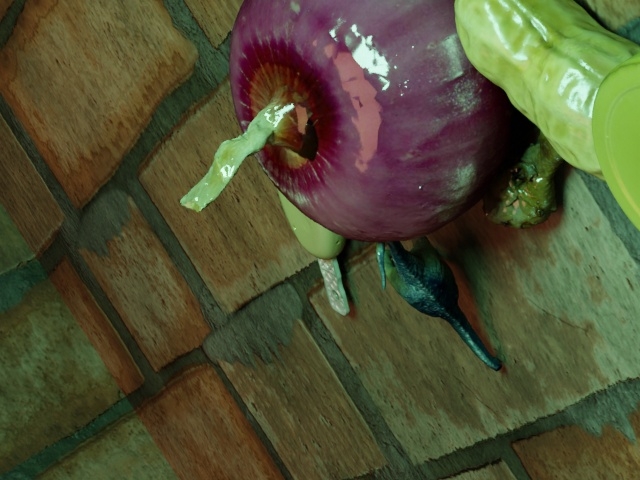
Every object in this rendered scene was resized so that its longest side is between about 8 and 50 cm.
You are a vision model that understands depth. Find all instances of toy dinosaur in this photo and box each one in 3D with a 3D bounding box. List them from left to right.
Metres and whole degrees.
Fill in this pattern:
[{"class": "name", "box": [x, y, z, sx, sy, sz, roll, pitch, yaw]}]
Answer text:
[{"class": "toy dinosaur", "box": [0.129, 0.048, 2.186, 0.147, 0.076, 0.363, 57, -173, 37]}]

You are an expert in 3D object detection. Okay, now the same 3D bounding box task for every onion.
[{"class": "onion", "box": [0.042, -0.167, 1.939, 0.358, 0.345, 0.358, 7, 106, 25]}]

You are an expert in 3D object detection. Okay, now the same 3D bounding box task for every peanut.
[{"class": "peanut", "box": [0.249, -0.170, 1.747, 0.305, 0.147, 0.147, 47, 153, 33]}]

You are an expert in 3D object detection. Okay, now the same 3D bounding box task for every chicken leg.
[{"class": "chicken leg", "box": [0.241, -0.075, 1.962, 0.198, 0.069, 0.085, 122, 137, -55]}]

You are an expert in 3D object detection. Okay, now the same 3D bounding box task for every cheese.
[{"class": "cheese", "box": [0.000, 0.000, 2.477, 0.127, 0.050, 0.255, 29, 142, 45]}]

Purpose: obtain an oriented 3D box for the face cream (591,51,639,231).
[{"class": "face cream", "box": [0.376, -0.100, 1.544, 0.218, 0.179, 0.218, 41, 150, 30]}]
